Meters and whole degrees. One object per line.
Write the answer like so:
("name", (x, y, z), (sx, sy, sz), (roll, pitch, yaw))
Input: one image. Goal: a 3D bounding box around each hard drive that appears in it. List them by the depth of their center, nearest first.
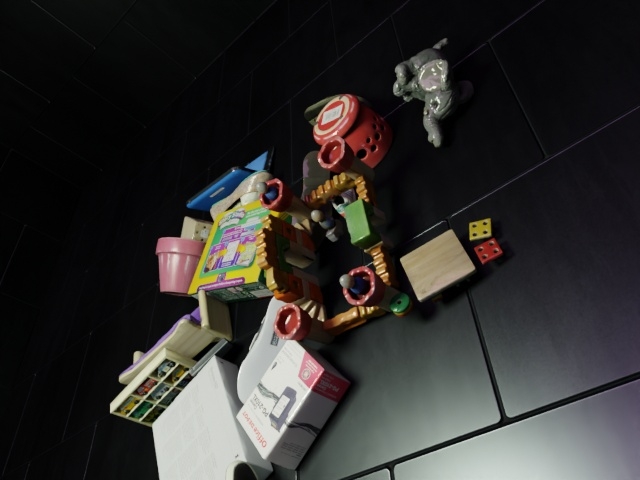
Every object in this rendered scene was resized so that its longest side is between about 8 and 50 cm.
("hard drive", (-0.312, 0.337, 1.585), (0.135, 0.094, 0.022), (-44, 76, -11))

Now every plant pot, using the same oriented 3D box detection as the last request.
("plant pot", (0.086, -0.310, 1.600), (0.191, 0.174, 0.191), (-29, 45, 33))
("plant pot", (-0.481, 0.098, 1.930), (0.201, 0.201, 0.181), (-9, 71, 46))
("plant pot", (-0.437, -0.025, 1.997), (0.096, 0.109, 0.109), (1, 80, 62))

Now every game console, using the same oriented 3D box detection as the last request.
("game console", (-0.331, -0.238, 2.037), (0.293, 0.250, 0.174), (-30, 68, 32))

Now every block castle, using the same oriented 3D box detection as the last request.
("block castle", (0.000, 0.000, 1.343), (0.302, 0.212, 0.454), (-30, 54, 30))

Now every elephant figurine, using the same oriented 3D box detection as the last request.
("elephant figurine", (0.313, -0.389, 1.443), (0.169, 0.186, 0.239), (-17, 43, -20))

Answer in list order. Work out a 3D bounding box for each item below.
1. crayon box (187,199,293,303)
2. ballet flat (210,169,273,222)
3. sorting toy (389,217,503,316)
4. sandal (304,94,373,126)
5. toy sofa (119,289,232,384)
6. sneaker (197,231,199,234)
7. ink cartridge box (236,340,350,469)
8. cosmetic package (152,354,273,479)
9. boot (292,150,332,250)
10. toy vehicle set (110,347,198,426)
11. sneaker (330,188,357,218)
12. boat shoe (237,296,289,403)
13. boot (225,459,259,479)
("crayon box", (-0.236, 0.032, 1.755), (0.362, 0.106, 0.313), (-13, 51, 43))
("ballet flat", (-0.271, -0.130, 1.952), (0.316, 0.107, 0.106), (-32, 59, 37))
("sorting toy", (0.264, 0.057, 1.185), (0.274, 0.046, 0.132), (-32, 40, 12))
("sandal", (0.056, -0.429, 1.788), (0.302, 0.120, 0.086), (10, 56, 53))
("toy sofa", (-0.456, 0.319, 1.715), (0.362, 0.177, 0.150), (-42, 37, 19))
("sneaker", (-0.491, 0.023, 2.104), (0.086, 0.064, 0.192), (32, 88, 48))
("ink cartridge box", (-0.067, 0.373, 1.278), (0.237, 0.100, 0.172), (-56, 34, -2))
("cosmetic package", (-0.293, 0.527, 1.421), (0.284, 0.097, 0.377), (-50, 35, 10))
("boot", (-0.015, -0.101, 1.633), (0.112, 0.115, 0.306), (7, 76, 5))
("toy vehicle set", (-0.476, 0.445, 1.644), (0.267, 0.166, 0.035), (-45, 36, 14))
("sneaker", (0.059, -0.126, 1.561), (0.057, 0.075, 0.161), (-39, 38, 21))
("boat shoe", (-0.137, 0.286, 1.438), (0.102, 0.108, 0.302), (116, 171, -65))
("boot", (-0.199, 0.616, 1.200), (0.176, 0.088, 0.245), (-29, 66, 36))
